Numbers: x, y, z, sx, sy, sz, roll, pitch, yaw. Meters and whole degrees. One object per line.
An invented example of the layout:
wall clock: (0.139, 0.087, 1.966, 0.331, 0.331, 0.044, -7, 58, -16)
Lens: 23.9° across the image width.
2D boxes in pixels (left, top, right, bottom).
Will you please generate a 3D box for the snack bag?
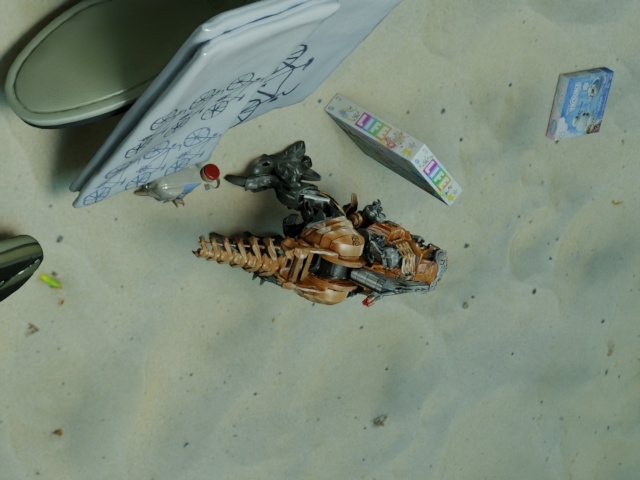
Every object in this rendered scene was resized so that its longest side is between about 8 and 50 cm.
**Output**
snack bag: (-0.059, -0.162, 1.496, 0.342, 0.037, 0.323, -27, 171, -40)

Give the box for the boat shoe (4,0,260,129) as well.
boat shoe: (-0.152, -0.196, 1.488, 0.340, 0.127, 0.113, -40, 160, -18)

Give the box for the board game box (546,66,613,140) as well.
board game box: (0.349, -0.183, 2.030, 0.090, 0.020, 0.090, -13, 124, -36)

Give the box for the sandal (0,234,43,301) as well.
sandal: (-0.394, 0.028, 1.431, 0.120, 0.086, 0.303, -38, 166, 30)

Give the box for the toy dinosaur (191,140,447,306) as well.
toy dinosaur: (0.000, 0.000, 1.675, 0.322, 0.218, 0.164, 30, 94, -49)

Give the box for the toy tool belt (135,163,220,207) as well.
toy tool belt: (-0.154, -0.063, 1.627, 0.083, 0.052, 0.051, -10, 166, -39)

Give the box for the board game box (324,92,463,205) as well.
board game box: (0.083, -0.105, 1.733, 0.026, 0.154, 0.103, -51, 139, -4)
